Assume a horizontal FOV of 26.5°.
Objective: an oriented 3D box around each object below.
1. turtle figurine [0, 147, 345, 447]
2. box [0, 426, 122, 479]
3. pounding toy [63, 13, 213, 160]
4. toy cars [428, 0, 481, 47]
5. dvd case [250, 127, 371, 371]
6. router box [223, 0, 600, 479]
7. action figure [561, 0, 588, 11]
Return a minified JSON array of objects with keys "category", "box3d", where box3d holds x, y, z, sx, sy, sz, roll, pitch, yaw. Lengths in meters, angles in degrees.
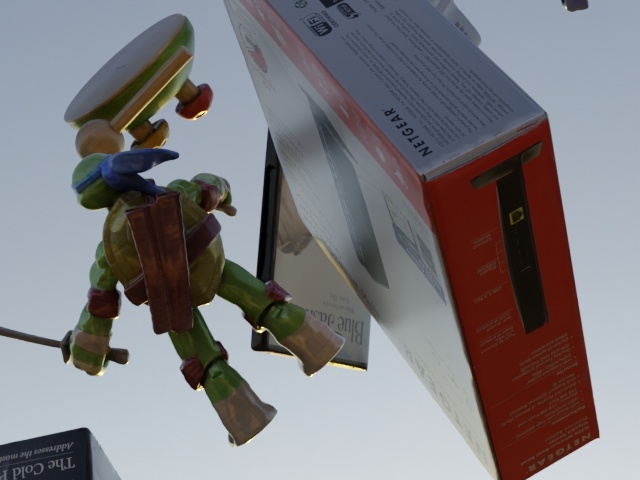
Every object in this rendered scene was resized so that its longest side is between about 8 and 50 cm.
[{"category":"turtle figurine","box3d":[-0.127,0.045,1.201,0.266,0.198,0.275,47,-50,-3]},{"category":"box","box3d":[-0.377,0.404,1.451,0.343,0.312,0.179,-13,-35,1]},{"category":"pounding toy","box3d":[-0.188,-0.153,1.545,0.183,0.237,0.110,-39,-68,7]},{"category":"toy cars","box3d":[0.022,-0.289,1.138,0.177,0.393,0.087,-8,-23,-34]},{"category":"dvd case","box3d":[0.000,0.000,1.405,0.022,0.253,0.180,-3,-12,36]},{"category":"router box","box3d":[0.054,-0.041,0.936,0.082,0.335,0.301,-28,-46,-9]},{"category":"action figure","box3d":[0.220,-0.434,1.771,0.179,0.341,0.330,-11,-9,-16]}]
